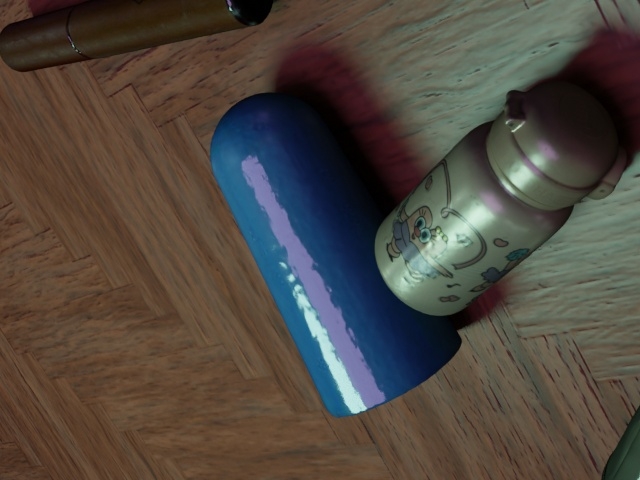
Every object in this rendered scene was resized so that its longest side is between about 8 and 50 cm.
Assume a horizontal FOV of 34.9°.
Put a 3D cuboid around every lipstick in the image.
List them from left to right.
[{"bbox_3d":[-0.182,-0.200,0.940,0.357,0.057,0.057,0,118,44],"label":"lipstick"}]

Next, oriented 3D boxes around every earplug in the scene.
[{"bbox_3d":[0.000,0.000,0.871,0.132,0.132,0.273,-22,100,49],"label":"earplug"}]

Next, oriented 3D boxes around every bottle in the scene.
[{"bbox_3d":[0.134,-0.028,0.745,0.110,0.097,0.209,23,143,-16],"label":"bottle"}]

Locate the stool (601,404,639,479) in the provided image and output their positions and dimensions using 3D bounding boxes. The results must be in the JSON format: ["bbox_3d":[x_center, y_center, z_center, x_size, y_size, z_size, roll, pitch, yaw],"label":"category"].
[{"bbox_3d":[0.269,0.166,0.765,0.096,0.096,0.110,29,130,25],"label":"stool"}]
